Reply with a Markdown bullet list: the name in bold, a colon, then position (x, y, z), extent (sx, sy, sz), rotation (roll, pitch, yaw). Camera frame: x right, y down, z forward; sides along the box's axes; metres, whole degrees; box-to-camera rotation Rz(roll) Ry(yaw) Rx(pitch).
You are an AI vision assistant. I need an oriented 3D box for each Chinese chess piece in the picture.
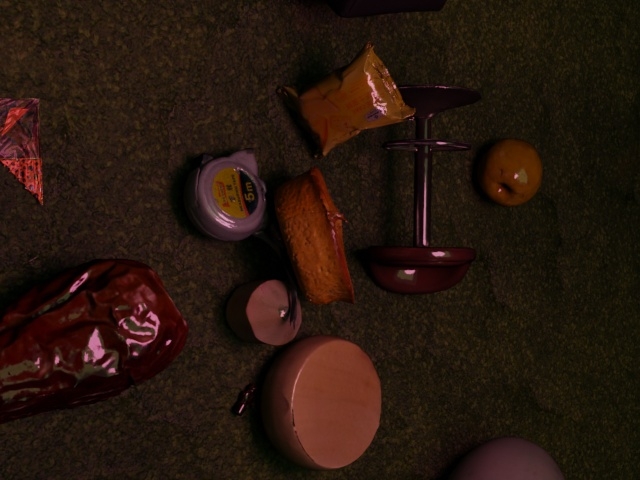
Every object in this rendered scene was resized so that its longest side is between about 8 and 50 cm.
- **Chinese chess piece**: position (0.002, 0.299, 1.533), extent (0.251, 0.097, 0.250), rotation (4, 84, -44)

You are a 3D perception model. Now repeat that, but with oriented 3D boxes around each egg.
- **egg**: position (0.379, 0.587, 1.721), extent (0.276, 0.276, 0.388), rotation (55, 46, -24)

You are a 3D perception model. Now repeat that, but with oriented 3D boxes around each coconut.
- **coconut**: position (-0.094, 0.125, 1.453), extent (0.116, 0.122, 0.116), rotation (0, 90, -38)

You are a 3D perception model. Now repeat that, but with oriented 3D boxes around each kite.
- **kite**: position (-0.460, -0.171, 1.236), extent (0.222, 0.008, 0.125), rotation (48, 62, -27)

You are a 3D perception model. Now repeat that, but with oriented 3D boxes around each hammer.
- **hammer**: position (-0.093, 0.337, 1.521), extent (0.178, 0.021, 0.065), rotation (52, 61, -29)

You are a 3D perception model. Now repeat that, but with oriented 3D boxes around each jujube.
- **jujube**: position (-0.366, 0.151, 1.190), extent (0.342, 0.216, 0.216), rotation (-27, 106, -30)

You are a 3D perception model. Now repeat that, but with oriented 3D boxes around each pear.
- **pear**: position (0.426, -0.154, 1.860), extent (0.148, 0.149, 0.162), rotation (56, 36, -24)

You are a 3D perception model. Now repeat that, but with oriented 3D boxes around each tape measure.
- **tape measure**: position (-0.137, 0.006, 1.413), extent (0.164, 0.084, 0.330), rotation (-10, 81, -33)

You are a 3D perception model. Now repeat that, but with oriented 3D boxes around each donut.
- **donut**: position (-0.001, -0.002, 1.467), extent (0.119, 0.253, 0.253), rotation (-21, 106, 3)

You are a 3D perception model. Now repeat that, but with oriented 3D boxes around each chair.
- **chair**: position (0.201, -0.088, 1.624), extent (0.227, 0.227, 0.400), rotation (1, 89, -39)

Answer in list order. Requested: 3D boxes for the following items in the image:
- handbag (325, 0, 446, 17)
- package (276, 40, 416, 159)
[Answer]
- **handbag**: position (0.081, -0.544, 1.588), extent (0.302, 0.275, 0.177), rotation (-19, 146, -39)
- **package**: position (0.044, -0.251, 1.524), extent (0.168, 0.226, 0.090), rotation (57, 28, -18)
